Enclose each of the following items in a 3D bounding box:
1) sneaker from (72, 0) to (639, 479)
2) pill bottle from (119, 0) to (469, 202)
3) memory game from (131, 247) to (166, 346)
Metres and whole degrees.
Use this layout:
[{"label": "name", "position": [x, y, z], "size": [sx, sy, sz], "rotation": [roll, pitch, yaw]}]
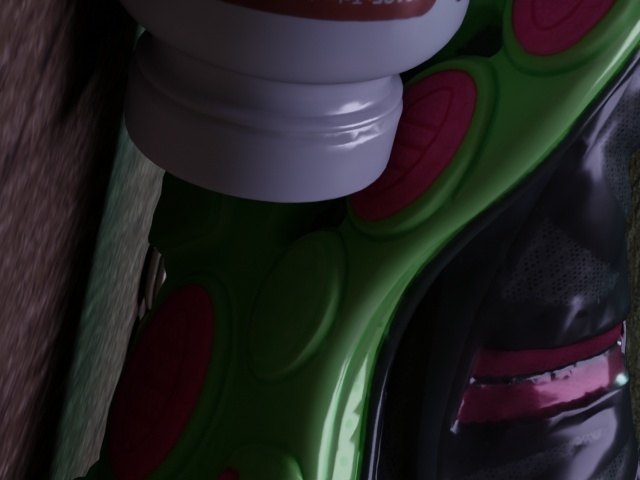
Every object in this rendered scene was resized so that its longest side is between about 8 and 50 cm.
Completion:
[{"label": "sneaker", "position": [0.042, 0.033, 0.752], "size": [0.202, 0.185, 0.483], "rotation": [19, 99, -47]}, {"label": "pill bottle", "position": [-0.004, -0.127, 0.582], "size": [0.121, 0.121, 0.216], "rotation": [-74, 176, -61]}, {"label": "memory game", "position": [-0.077, 0.022, 0.982], "size": [0.186, 0.012, 0.186], "rotation": [12, 90, -88]}]
